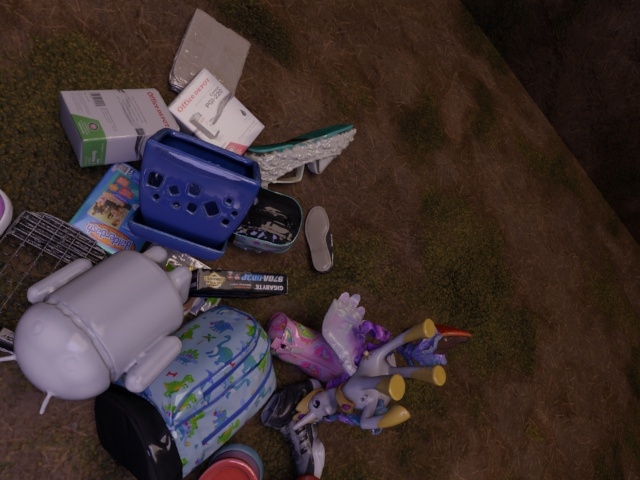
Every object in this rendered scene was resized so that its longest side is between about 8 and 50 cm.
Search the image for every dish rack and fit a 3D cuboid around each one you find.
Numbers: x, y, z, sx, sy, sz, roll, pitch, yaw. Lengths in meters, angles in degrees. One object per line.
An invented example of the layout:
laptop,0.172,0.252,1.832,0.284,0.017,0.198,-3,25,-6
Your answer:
dish rack,-0.582,0.085,0.940,0.208,0.074,0.272,35,60,-23

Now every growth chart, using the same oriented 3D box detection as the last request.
growth chart,-0.344,0.103,1.138,0.237,0.021,0.172,31,62,-23

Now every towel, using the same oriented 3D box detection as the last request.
towel,-0.313,-0.507,1.328,0.187,0.049,0.283,25,64,-29

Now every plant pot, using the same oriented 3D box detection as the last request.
plant pot,-0.275,-0.097,1.015,0.235,0.236,0.212,21,105,-15

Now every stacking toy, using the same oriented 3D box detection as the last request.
stacking toy,-0.147,0.625,1.051,0.308,0.130,0.280,25,88,-1

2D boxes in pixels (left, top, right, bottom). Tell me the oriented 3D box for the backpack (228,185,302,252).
backpack,-0.146,-0.049,1.235,0.188,0.144,0.166,12,64,-4

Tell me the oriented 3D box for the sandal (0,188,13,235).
sandal,-0.735,0.044,0.806,0.169,0.102,0.417,30,64,-6

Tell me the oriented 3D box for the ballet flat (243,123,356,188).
ballet flat,-0.057,-0.252,1.400,0.408,0.147,0.147,-23,90,-34

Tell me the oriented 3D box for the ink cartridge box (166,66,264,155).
ink cartridge box,-0.283,-0.317,1.233,0.218,0.092,0.159,42,71,-22

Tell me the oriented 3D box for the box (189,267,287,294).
box,-0.213,0.106,1.102,0.220,0.175,0.051,7,76,-33

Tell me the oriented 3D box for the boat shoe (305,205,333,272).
boat shoe,0.000,0.000,1.399,0.065,0.075,0.206,51,30,-68

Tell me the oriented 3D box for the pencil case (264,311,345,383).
pencil case,-0.024,0.298,1.237,0.284,0.124,0.124,33,60,-26

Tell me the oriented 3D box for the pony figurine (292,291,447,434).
pony figurine,0.117,0.301,1.095,0.303,0.363,0.351,53,45,-7

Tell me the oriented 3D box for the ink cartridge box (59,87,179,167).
ink cartridge box,-0.468,-0.269,1.090,0.219,0.093,0.160,-15,63,-37

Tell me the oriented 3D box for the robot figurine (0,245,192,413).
robot figurine,-0.406,0.154,0.881,0.299,0.200,0.353,34,45,14

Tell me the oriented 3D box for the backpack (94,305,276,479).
backpack,-0.255,0.301,0.980,0.355,0.290,0.274,-11,104,-44

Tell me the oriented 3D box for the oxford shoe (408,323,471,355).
oxford shoe,0.394,0.339,1.553,0.271,0.096,0.099,5,93,-30

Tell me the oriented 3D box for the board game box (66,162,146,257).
board game box,-0.464,-0.064,1.086,0.160,0.047,0.210,36,58,-21

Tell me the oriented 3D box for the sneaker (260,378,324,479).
sneaker,-0.075,0.486,1.167,0.152,0.101,0.269,9,73,-24
